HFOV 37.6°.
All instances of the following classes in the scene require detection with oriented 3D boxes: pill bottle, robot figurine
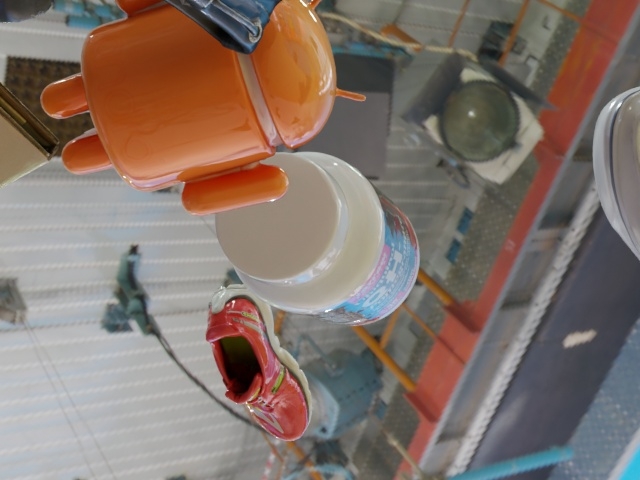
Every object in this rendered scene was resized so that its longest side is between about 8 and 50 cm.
[{"bbox_3d":[0.000,0.000,1.066,0.176,0.176,0.318,-48,-18,5],"label":"pill bottle"},{"bbox_3d":[-0.083,-0.109,0.678,0.219,0.158,0.128,-16,-24,6],"label":"robot figurine"}]

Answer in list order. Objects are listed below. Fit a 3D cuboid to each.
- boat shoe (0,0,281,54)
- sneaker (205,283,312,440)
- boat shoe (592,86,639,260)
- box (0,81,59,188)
[{"bbox_3d":[-0.127,-0.157,0.451,0.340,0.127,0.113,-5,-56,-58],"label":"boat shoe"},{"bbox_3d":[-0.097,0.194,1.312,0.107,0.118,0.279,-13,-57,18],"label":"sneaker"},{"bbox_3d":[0.255,0.015,0.582,0.095,0.258,0.084,-25,-6,-6],"label":"boat shoe"},{"bbox_3d":[-0.296,-0.089,0.657,0.164,0.201,0.021,47,-133,-25],"label":"box"}]
